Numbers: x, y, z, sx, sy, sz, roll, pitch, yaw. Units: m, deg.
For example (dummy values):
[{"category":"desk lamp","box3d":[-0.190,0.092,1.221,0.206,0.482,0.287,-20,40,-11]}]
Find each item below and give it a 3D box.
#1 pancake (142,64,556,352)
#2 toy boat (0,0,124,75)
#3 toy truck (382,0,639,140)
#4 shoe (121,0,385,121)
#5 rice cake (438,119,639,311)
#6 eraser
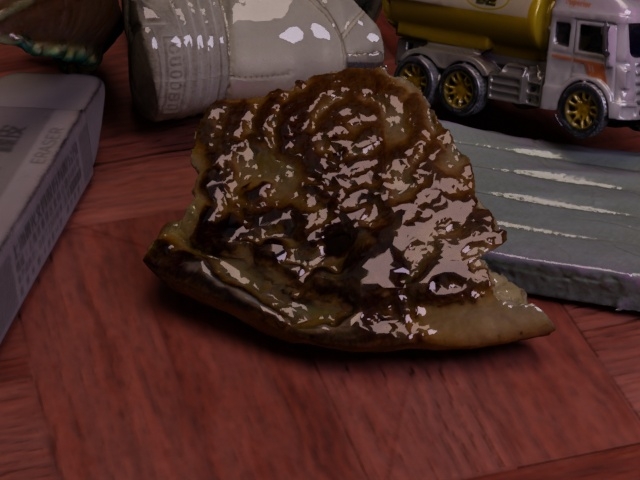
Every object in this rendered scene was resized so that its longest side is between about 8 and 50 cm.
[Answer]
[{"category":"pancake","box3d":[0.000,0.000,1.200,0.212,0.056,0.257,-26,52,-6]},{"category":"toy boat","box3d":[-0.194,-0.167,1.370,0.099,0.108,0.293,-29,6,1]},{"category":"toy truck","box3d":[0.145,-0.143,1.352,0.227,0.114,0.098,15,16,39]},{"category":"shoe","box3d":[-0.050,-0.202,1.498,0.211,0.132,0.342,0,34,-8]},{"category":"rice cake","box3d":[0.144,-0.021,1.269,0.198,0.037,0.189,5,33,11]},{"category":"eraser","box3d":[-0.223,-0.009,1.251,0.089,0.061,0.352,4,32,9]}]
